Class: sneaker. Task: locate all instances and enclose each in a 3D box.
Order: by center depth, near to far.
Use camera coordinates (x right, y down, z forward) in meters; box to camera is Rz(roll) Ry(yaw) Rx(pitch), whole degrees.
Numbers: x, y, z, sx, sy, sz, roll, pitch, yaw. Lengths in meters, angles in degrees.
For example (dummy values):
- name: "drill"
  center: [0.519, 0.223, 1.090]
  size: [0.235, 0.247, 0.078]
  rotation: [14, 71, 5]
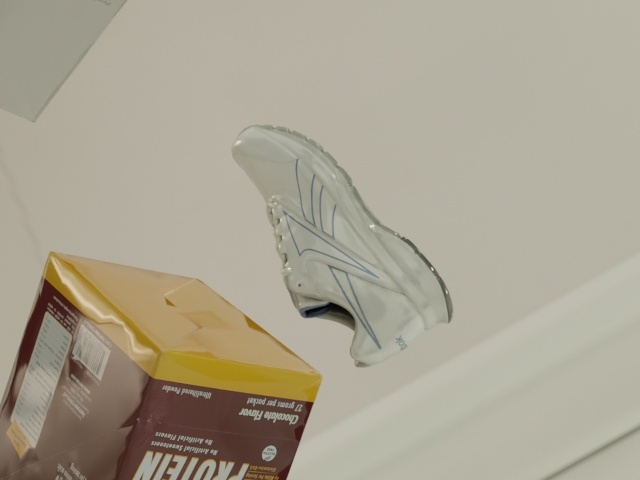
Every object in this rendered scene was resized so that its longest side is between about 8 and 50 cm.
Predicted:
- name: "sneaker"
  center: [0.000, 0.000, 1.845]
  size: [0.297, 0.129, 0.111]
  rotation: [47, -8, 21]

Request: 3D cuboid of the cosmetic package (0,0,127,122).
- name: "cosmetic package"
  center: [-0.279, -0.272, 1.693]
  size: [0.197, 0.365, 0.155]
  rotation: [23, 63, -19]

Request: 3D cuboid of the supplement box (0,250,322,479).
- name: "supplement box"
  center: [-0.125, 0.138, 1.267]
  size: [0.129, 0.194, 0.191]
  rotation: [12, 13, -35]
